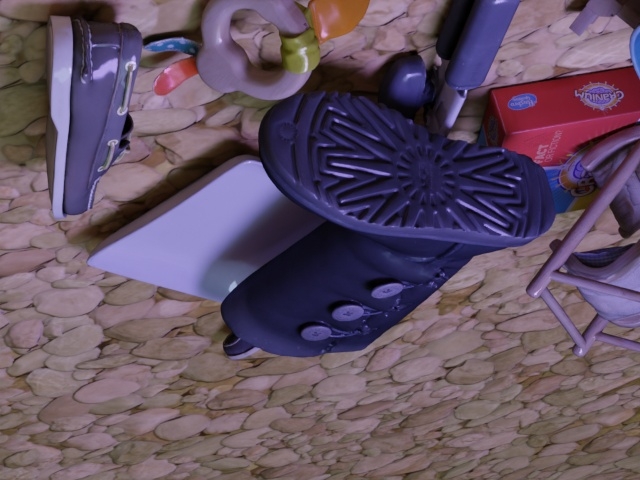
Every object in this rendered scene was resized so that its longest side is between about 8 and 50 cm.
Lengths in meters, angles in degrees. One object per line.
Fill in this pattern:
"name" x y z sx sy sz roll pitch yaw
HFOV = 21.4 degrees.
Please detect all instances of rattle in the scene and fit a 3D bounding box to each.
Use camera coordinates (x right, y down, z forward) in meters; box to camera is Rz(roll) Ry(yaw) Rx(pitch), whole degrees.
"rattle" -0.069 -0.215 1.726 0.200 0.142 0.130 -19 126 45

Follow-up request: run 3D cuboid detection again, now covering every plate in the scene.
"plate" -0.103 -0.018 2.087 0.277 0.045 0.278 -31 149 30

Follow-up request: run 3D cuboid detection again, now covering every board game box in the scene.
"board game box" 0.350 -0.122 2.087 0.317 0.064 0.242 -10 154 -9

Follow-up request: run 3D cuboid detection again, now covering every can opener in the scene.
"can opener" 0.131 -0.197 1.812 0.095 0.076 0.283 -8 152 -15

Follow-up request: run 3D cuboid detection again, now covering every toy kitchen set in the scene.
"toy kitchen set" 0.333 -0.245 1.835 0.068 0.083 0.075 -48 176 -36

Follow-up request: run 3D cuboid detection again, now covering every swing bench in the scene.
"swing bench" 0.394 0.009 2.067 0.165 0.254 0.253 15 165 26

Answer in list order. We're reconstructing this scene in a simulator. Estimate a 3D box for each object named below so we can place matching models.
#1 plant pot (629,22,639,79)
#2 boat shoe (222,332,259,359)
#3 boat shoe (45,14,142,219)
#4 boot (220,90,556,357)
"plant pot" 0.501 -0.215 1.719 0.255 0.272 0.271 -48 155 -10
"boat shoe" -0.078 0.101 2.350 0.065 0.075 0.206 46 134 -12
"boat shoe" -0.236 -0.118 1.744 0.091 0.109 0.305 -3 149 -12
"boot" 0.002 0.001 1.997 0.367 0.146 0.445 17 154 -25
